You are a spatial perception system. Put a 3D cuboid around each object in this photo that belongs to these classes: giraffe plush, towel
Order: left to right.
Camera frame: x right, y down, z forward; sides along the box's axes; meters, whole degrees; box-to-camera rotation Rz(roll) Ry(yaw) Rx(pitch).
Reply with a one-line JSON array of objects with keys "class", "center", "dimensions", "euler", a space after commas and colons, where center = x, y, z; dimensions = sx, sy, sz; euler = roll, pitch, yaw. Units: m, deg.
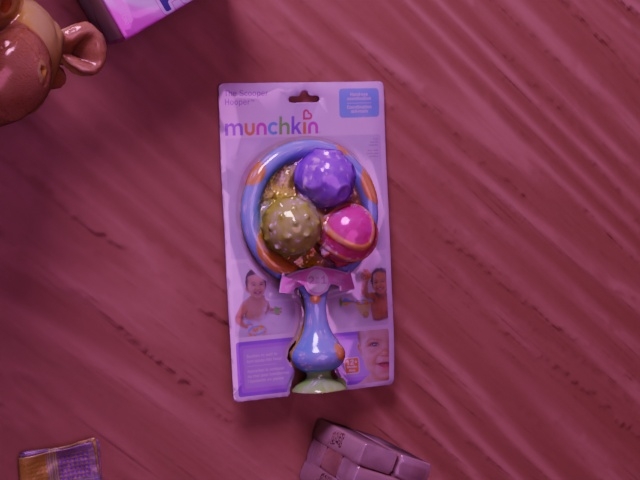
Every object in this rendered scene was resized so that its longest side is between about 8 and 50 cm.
[{"class": "giraffe plush", "center": [-0.230, -0.141, 0.866], "dimensions": [0.210, 0.181, 0.170], "euler": [-71, 146, -51]}, {"class": "towel", "center": [-0.184, 0.186, 0.983], "dimensions": [0.060, 0.009, 0.083], "euler": [-6, 97, -24]}]

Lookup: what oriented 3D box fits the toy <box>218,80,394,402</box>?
[{"class": "toy", "center": [0.000, 0.000, 1.023], "dimensions": [0.137, 0.056, 0.237], "euler": [-4, 96, -25]}]

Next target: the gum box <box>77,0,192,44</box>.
[{"class": "gum box", "center": [-0.144, -0.242, 0.935], "dimensions": [0.107, 0.062, 0.188], "euler": [-34, 107, -18]}]

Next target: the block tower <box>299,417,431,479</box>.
[{"class": "block tower", "center": [-0.002, 0.313, 1.029], "dimensions": [0.091, 0.097, 0.335], "euler": [21, 87, -23]}]
